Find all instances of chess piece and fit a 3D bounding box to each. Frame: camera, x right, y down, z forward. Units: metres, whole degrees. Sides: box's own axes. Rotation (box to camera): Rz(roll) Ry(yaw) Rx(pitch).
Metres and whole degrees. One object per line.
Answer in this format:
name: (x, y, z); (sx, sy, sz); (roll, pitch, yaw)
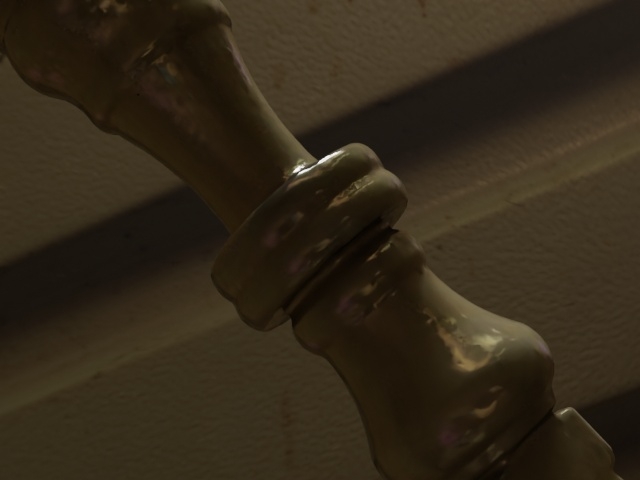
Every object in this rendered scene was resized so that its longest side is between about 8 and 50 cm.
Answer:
chess piece: (0.000, 0.000, 0.609); (0.117, 0.117, 0.397); (-44, -99, 10)
